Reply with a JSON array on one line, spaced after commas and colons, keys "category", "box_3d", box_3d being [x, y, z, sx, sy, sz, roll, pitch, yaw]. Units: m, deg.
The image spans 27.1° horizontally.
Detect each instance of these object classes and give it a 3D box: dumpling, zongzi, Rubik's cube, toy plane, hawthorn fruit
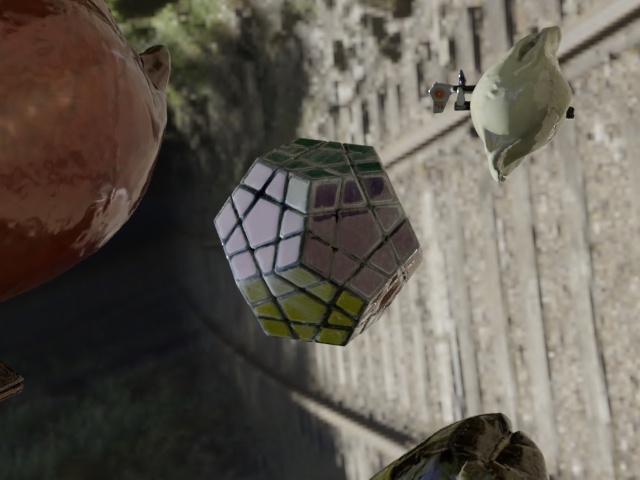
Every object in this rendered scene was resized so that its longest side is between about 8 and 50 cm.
[{"category": "dumpling", "box_3d": [0.257, -0.168, 1.658, 0.111, 0.181, 0.155, 51, -175, 17]}, {"category": "zongzi", "box_3d": [0.138, 0.308, 1.118, 0.286, 0.288, 0.134, -43, 2, 35]}, {"category": "Rubik's cube", "box_3d": [0.000, 0.000, 1.971, 0.319, 0.264, 0.319, -25, -90, -88]}, {"category": "toy plane", "box_3d": [0.245, -0.202, 1.791, 0.053, 0.197, 0.078, -80, -12, -51]}, {"category": "hawthorn fruit", "box_3d": [-0.267, -0.079, 0.935, 0.295, 0.311, 0.295, -55, 24, 39]}]

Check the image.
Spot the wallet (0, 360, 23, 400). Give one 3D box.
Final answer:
[{"category": "wallet", "box_3d": [-0.470, 0.132, 1.571, 0.230, 0.124, 0.042, 30, 124, 29]}]
